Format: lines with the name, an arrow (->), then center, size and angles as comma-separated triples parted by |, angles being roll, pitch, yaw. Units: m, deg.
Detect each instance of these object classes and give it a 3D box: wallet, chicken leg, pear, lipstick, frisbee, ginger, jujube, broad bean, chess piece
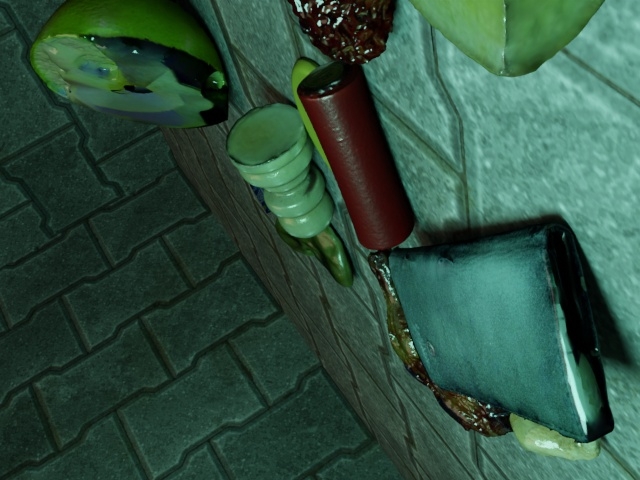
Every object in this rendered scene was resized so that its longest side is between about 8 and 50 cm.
wallet -> 0.167, 0.087, 0.829 | 0.379, 0.046, 0.190 | 165, 90, -75
chicken leg -> 0.166, 0.153, 1.153 | 0.322, 0.083, 0.177 | 47, 156, 39
pear -> -0.355, -0.369, 1.538 | 0.399, 0.399, 0.165 | 118, 162, -78
lipstick -> 0.047, -0.097, 0.955 | 0.080, 0.080, 0.241 | 44, 163, 54
frisbee -> 0.022, -0.144, 1.099 | 0.236, 0.017, 0.236 | 56, 170, 15
ginger -> 0.217, 0.156, 0.939 | 0.288, 0.075, 0.089 | 51, 163, 52
jujube -> 0.022, -0.216, 0.705 | 0.104, 0.104, 0.166 | 52, -179, 31
broad bean -> -0.002, 0.002, 1.531 | 0.207, 0.072, 0.153 | 37, 161, 34
chess piece -> -0.051, -0.097, 1.303 | 0.133, 0.133, 0.243 | 50, 172, 39

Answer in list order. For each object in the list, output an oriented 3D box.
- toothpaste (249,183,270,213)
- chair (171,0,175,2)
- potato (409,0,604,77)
toothpaste -> -0.083, -0.117, 1.537 | 0.076, 0.066, 0.320 | 58, 170, 0
chair -> -0.366, -0.546, 1.566 | 0.213, 0.149, 0.174 | 1, 132, 26
potato -> 0.051, -0.258, 0.393 | 0.255, 0.112, 0.269 | 53, 166, 45
